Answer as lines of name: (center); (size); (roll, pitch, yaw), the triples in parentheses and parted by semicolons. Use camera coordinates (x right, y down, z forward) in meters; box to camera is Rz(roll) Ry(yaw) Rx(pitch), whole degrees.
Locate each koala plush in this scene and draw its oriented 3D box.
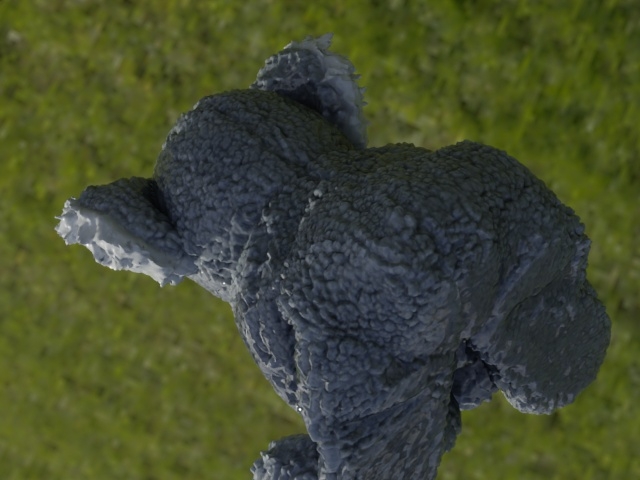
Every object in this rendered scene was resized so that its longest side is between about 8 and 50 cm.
koala plush: (0.000, 0.000, 0.937); (0.221, 0.196, 0.203); (41, 160, 32)
